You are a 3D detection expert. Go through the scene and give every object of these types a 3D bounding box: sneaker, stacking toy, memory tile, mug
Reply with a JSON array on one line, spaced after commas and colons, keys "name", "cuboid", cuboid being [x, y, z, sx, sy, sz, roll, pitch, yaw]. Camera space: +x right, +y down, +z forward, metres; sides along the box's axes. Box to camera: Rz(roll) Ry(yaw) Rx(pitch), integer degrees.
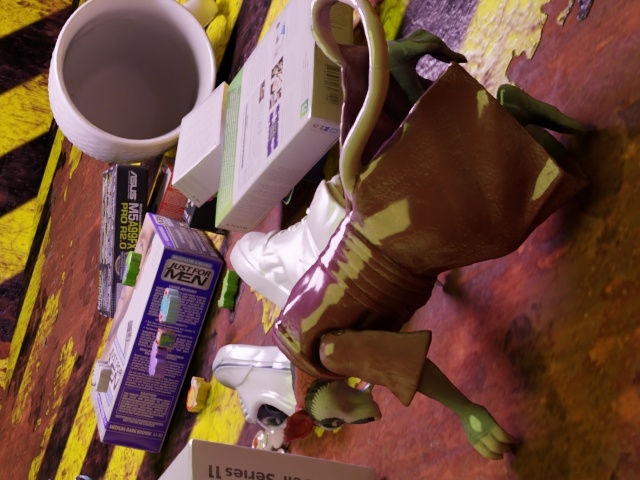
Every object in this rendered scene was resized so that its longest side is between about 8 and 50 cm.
[{"name": "sneaker", "cuboid": [-0.068, 0.176, 1.392, 0.258, 0.094, 0.091, -17, 57, 64]}, {"name": "stacking toy", "cuboid": [-0.226, 0.133, 1.706, 0.052, 0.167, 0.221, -153, 77, -68]}, {"name": "memory tile", "cuboid": [-0.066, 0.296, 1.423, 0.113, 0.012, 0.148, -36, 44, 58]}, {"name": "sneaker", "cuboid": [0.000, 0.000, 1.338, 0.292, 0.108, 0.169, 33, 106, 57]}, {"name": "mug", "cuboid": [-0.323, -0.307, 2.138, 0.374, 0.276, 0.328, -50, 7, -16]}]

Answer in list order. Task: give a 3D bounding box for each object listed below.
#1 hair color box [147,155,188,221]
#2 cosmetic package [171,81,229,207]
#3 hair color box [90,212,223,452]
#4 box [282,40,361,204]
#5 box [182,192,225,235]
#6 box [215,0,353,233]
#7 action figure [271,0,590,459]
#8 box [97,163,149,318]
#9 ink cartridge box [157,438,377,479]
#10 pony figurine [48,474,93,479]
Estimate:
[{"name": "hair color box", "cuboid": [-0.276, -0.056, 2.097, 0.167, 0.053, 0.093, -68, 22, 17]}, {"name": "cosmetic package", "cuboid": [-0.163, -0.149, 1.779, 0.099, 0.060, 0.239, -41, 23, 19]}, {"name": "hair color box", "cuboid": [-0.270, 0.146, 1.889, 0.338, 0.110, 0.185, -69, 21, 11]}, {"name": "box", "cuboid": [-0.015, -0.164, 1.547, 0.225, 0.036, 0.136, -71, 22, 11]}, {"name": "box", "cuboid": [-0.171, -0.059, 1.829, 0.083, 0.062, 0.052, -69, 24, 15]}, {"name": "box", "cuboid": [-0.050, -0.175, 1.521, 0.322, 0.058, 0.232, -41, 41, 55]}, {"name": "action figure", "cuboid": [0.053, 0.018, 0.992, 0.370, 0.276, 0.248, -58, 31, 8]}, {"name": "box", "cuboid": [-0.357, 0.003, 2.112, 0.216, 0.060, 0.270, 175, 97, -74]}, {"name": "ink cartridge box", "cuboid": [-0.072, 0.307, 1.169, 0.353, 0.207, 0.119, -51, 34, 44]}, {"name": "pony figurine", "cuboid": [-0.348, 0.453, 1.541, 0.302, 0.363, 0.351, -63, 25, 28]}]
